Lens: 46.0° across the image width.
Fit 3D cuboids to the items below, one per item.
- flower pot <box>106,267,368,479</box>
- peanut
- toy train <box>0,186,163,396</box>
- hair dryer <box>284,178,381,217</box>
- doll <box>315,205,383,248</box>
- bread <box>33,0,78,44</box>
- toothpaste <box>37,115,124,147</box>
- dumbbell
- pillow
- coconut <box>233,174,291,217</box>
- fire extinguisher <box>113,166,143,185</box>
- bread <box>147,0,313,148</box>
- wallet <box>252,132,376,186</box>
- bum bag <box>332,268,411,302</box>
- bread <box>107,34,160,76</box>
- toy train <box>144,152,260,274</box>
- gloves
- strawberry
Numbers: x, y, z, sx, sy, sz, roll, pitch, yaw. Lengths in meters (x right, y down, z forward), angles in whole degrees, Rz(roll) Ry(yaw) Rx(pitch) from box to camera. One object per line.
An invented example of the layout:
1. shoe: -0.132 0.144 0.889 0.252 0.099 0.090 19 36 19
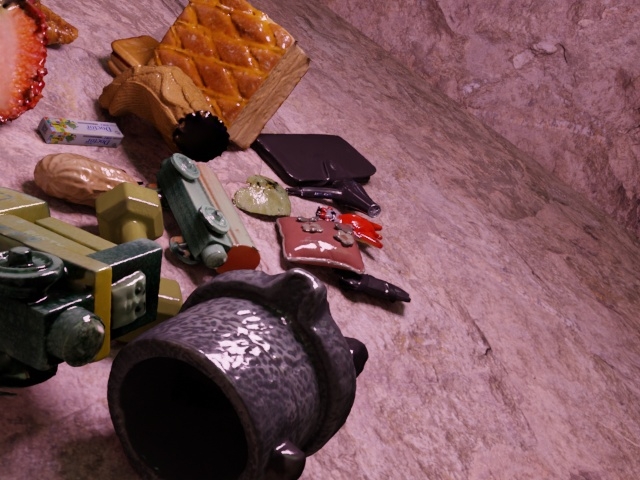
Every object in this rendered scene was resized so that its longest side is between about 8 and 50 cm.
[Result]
1. flower pot: -0.091 0.173 0.997 0.299 0.299 0.282 42 31 12
2. peanut: -0.397 -0.099 1.310 0.194 0.093 0.083 15 71 -30
3. toy train: -0.382 0.042 0.935 0.396 0.160 0.253 18 20 27
4. hair dryer: 0.018 -0.105 1.806 0.219 0.075 0.195 3 19 -26
5. doll: 0.070 -0.038 1.773 0.169 0.057 0.109 27 25 -9
6. bread: -0.654 -0.491 1.660 0.233 0.076 0.105 23 41 -37
7. toothpaste: -0.467 -0.211 1.471 0.164 0.034 0.046 -4 50 -51
8. dumbbell: -0.291 0.032 1.202 0.108 0.122 0.302 -9 42 -16
9. pillow: 0.000 0.000 1.592 0.179 0.075 0.171 8 31 -16
10. coconut: -0.115 -0.098 1.666 0.133 0.055 0.158 31 29 -5
11. fire extinguisher: -0.410 -0.120 1.383 0.158 0.043 0.064 14 -8 -37
12. bread: -0.215 -0.408 1.757 0.279 0.279 0.207 42 5 11
13. wallet: -0.015 -0.214 1.970 0.377 0.051 0.197 -8 49 -51
14. bum bag: 0.111 0.101 1.614 0.197 0.049 0.087 19 7 -28
15. bread: -0.429 -0.432 1.820 0.116 0.077 0.200 35 25 2
16. toy train: -0.216 -0.046 1.427 0.177 0.116 0.285 23 26 -48
17. gloves: -0.320 -0.279 1.569 0.356 0.155 0.203 29 -4 37
18. strawberry: -0.629 -0.323 1.403 0.233 0.138 0.307 1 65 -20
